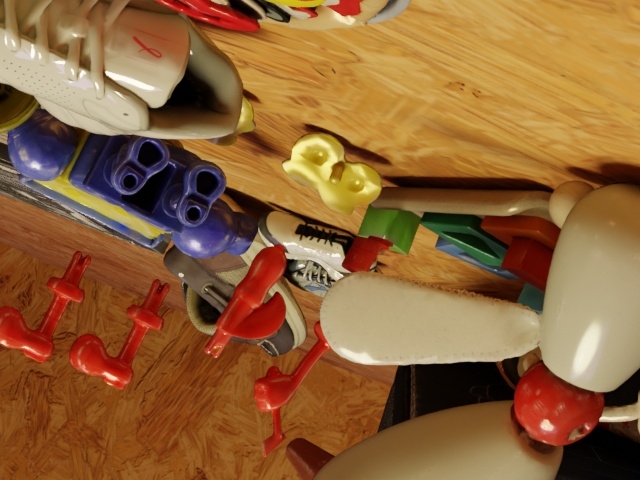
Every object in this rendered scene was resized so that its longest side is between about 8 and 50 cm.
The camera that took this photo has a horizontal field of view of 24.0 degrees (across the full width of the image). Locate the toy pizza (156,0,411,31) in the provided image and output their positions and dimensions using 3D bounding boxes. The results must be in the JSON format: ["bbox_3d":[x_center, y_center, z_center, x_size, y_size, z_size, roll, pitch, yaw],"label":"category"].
[{"bbox_3d":[-0.062,-0.121,0.571,0.201,0.032,0.201,21,173,3],"label":"toy pizza"}]

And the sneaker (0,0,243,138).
[{"bbox_3d":[-0.115,-0.101,0.670,0.115,0.090,0.232,17,180,37],"label":"sneaker"}]

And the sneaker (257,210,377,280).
[{"bbox_3d":[0.000,0.000,1.261,0.109,0.040,0.044,24,149,-10],"label":"sneaker"}]

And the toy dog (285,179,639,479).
[{"bbox_3d":[0.072,0.093,0.825,0.220,0.334,0.161,33,-164,-49],"label":"toy dog"}]

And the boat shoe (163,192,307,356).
[{"bbox_3d":[-0.082,0.046,1.384,0.103,0.092,0.285,49,171,21],"label":"boat shoe"}]

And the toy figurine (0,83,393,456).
[{"bbox_3d":[-0.159,-0.029,0.953,0.362,0.191,0.217,25,176,-20],"label":"toy figurine"}]

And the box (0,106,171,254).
[{"bbox_3d":[-0.281,-0.094,1.200,0.307,0.076,0.242,19,172,19],"label":"box"}]

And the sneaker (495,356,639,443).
[{"bbox_3d":[0.261,0.118,1.164,0.270,0.090,0.145,21,178,-1],"label":"sneaker"}]

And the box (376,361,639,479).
[{"bbox_3d":[0.257,0.307,1.227,0.480,0.297,0.472,16,-177,3],"label":"box"}]

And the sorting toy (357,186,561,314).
[{"bbox_3d":[0.145,0.020,0.930,0.196,0.047,0.348,25,171,-25],"label":"sorting toy"}]

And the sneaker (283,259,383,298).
[{"bbox_3d":[0.000,0.029,1.389,0.135,0.052,0.058,12,164,48],"label":"sneaker"}]
